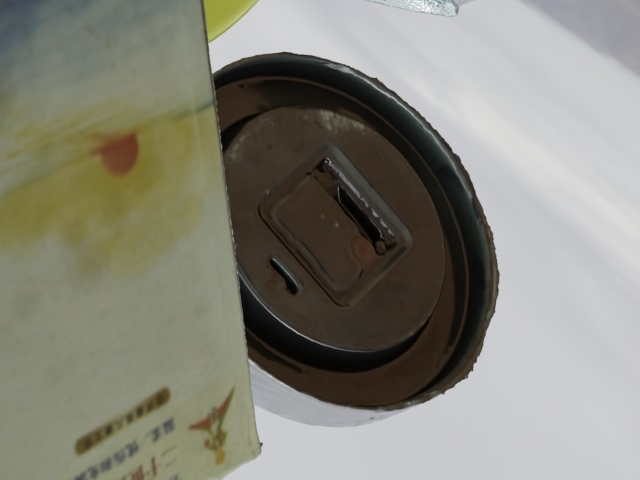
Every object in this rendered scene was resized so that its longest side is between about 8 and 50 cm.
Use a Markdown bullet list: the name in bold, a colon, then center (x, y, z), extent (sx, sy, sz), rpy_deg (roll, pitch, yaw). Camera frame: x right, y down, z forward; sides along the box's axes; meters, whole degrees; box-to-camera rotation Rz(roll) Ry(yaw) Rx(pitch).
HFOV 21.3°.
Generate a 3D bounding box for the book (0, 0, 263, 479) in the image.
- **book**: center (-0.108, -0.024, 0.452), extent (0.201, 0.289, 0.026), rpy_deg (-28, -148, -37)

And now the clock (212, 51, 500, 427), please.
- **clock**: center (0.000, 0.000, 1.210), extent (0.281, 0.055, 0.280), rpy_deg (15, -121, -27)

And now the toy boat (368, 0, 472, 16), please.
- **toy boat**: center (0.050, -0.196, 1.248), extent (0.034, 0.122, 0.096), rpy_deg (-85, -20, -48)

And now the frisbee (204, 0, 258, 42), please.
- **frisbee**: center (-0.084, -0.188, 0.908), extent (0.017, 0.236, 0.236), rpy_deg (40, -169, 36)
